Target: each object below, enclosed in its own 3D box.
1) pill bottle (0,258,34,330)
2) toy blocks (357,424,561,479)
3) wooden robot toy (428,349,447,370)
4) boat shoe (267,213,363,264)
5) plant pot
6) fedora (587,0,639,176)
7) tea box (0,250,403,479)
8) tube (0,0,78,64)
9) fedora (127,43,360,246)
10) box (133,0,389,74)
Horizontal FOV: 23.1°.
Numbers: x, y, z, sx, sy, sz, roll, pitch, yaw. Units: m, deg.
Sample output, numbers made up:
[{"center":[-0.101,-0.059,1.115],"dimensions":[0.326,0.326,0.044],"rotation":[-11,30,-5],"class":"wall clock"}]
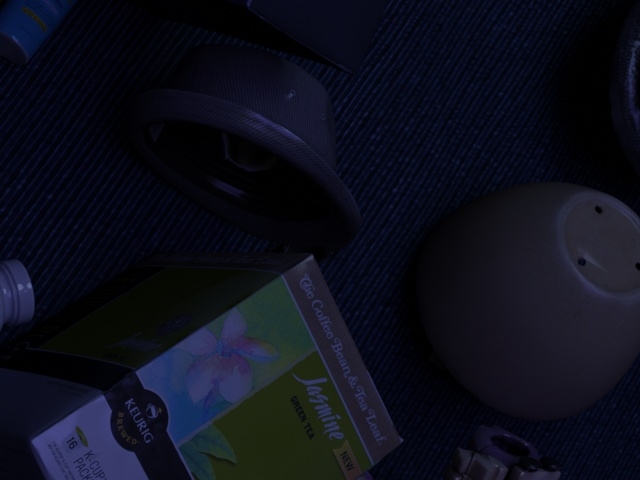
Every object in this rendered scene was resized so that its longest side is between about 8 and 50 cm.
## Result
[{"center":[-0.366,0.065,1.523],"dimensions":[0.160,0.087,0.087],"rotation":[-13,97,-31],"class":"pill bottle"},{"center":[0.036,0.295,1.687],"dimensions":[0.288,0.260,0.309],"rotation":[7,115,-35],"class":"toy blocks"},{"center":[0.198,0.132,1.903],"dimensions":[0.173,0.076,0.079],"rotation":[-29,140,-29],"class":"wooden robot toy"},{"center":[0.001,0.002,1.779],"dimensions":[0.133,0.042,0.049],"rotation":[-29,103,-30],"class":"boat shoe"},{"center":[0.279,0.045,1.804],"dimensions":[0.284,0.191,0.284],"rotation":[12,61,-22],"class":"plant pot"},{"center":[0.453,-0.200,1.992],"dimensions":[0.334,0.152,0.334],"rotation":[0,91,-32],"class":"fedora"},{"center":[-0.162,0.176,1.509],"dimensions":[0.323,0.329,0.220],"rotation":[-34,107,-26],"class":"tea box"},{"center":[-0.268,-0.273,1.610],"dimensions":[0.080,0.052,0.207],"rotation":[48,61,-33],"class":"tube"},{"center":[-0.066,-0.113,1.622],"dimensions":[0.275,0.243,0.124],"rotation":[36,65,-34],"class":"fedora"},{"center":[-0.057,-0.354,1.532],"dimensions":[0.182,0.294,0.296],"rotation":[26,87,-50],"class":"box"}]
